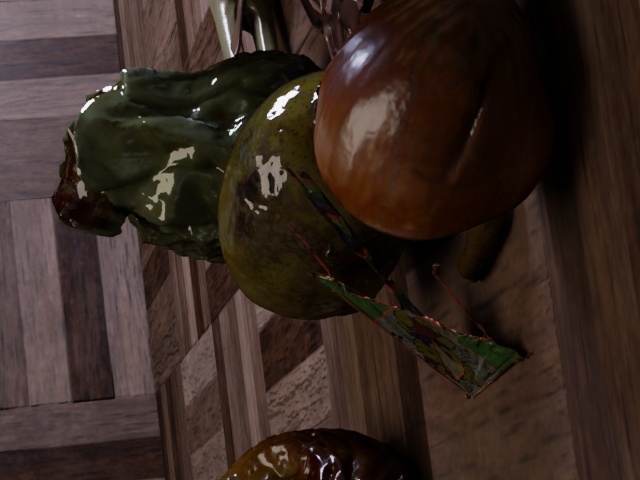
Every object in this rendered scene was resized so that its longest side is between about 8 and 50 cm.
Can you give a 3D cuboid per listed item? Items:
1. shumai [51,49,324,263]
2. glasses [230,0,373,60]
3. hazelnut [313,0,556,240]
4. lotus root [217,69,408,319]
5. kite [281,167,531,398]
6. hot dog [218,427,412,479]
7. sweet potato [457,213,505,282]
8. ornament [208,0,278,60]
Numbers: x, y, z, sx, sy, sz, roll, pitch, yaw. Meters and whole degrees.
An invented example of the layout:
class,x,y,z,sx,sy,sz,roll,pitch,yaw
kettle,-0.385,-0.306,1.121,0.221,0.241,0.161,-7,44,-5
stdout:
class,x,y,z,sx,sy,sz,roll,pitch,yaw
shumai,-0.112,-0.082,1.647,0.256,0.218,0.189,-21,61,62
glasses,-0.011,-0.234,1.524,0.255,0.095,0.162,123,148,-68
hazelnut,0.063,-0.082,1.113,0.150,0.150,0.150,175,90,-78
lotus root,0.008,-0.046,1.357,0.278,0.154,0.154,116,148,-59
kite,0.050,0.035,1.248,0.198,0.006,0.244,18,154,45
hot dog,-0.011,0.344,1.551,0.267,0.174,0.387,-139,46,-70
sweet potato,0.101,-0.001,1.242,0.115,0.026,0.026,103,158,-56
ornament,-0.070,-0.310,1.835,0.245,0.061,0.230,-105,18,-45
